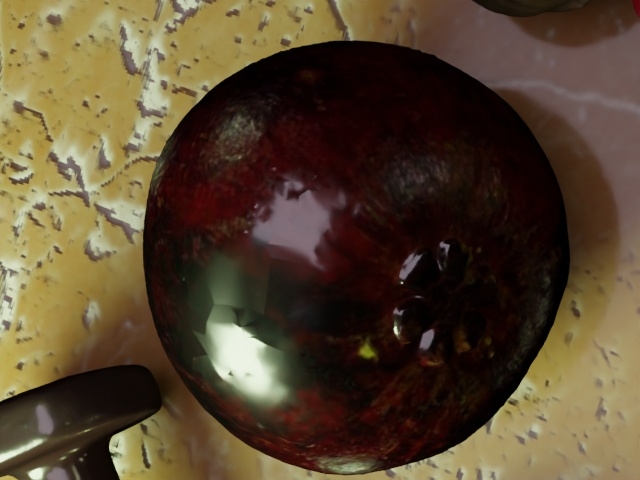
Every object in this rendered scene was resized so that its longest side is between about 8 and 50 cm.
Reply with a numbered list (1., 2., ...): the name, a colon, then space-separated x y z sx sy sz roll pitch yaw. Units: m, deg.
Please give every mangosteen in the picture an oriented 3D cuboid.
1. mangosteen: 0.000 0.000 0.864 0.261 0.235 0.236 28 102 56

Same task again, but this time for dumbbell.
1. dumbbell: -0.131 0.194 0.939 0.140 0.124 0.225 -23 82 18

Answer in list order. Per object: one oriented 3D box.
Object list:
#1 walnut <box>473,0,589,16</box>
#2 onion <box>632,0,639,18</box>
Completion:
1. walnut: 0.115 -0.203 0.848 0.140 0.140 0.162 -24 75 18
2. onion: 0.229 -0.197 0.647 0.347 0.385 0.348 -9 80 57
